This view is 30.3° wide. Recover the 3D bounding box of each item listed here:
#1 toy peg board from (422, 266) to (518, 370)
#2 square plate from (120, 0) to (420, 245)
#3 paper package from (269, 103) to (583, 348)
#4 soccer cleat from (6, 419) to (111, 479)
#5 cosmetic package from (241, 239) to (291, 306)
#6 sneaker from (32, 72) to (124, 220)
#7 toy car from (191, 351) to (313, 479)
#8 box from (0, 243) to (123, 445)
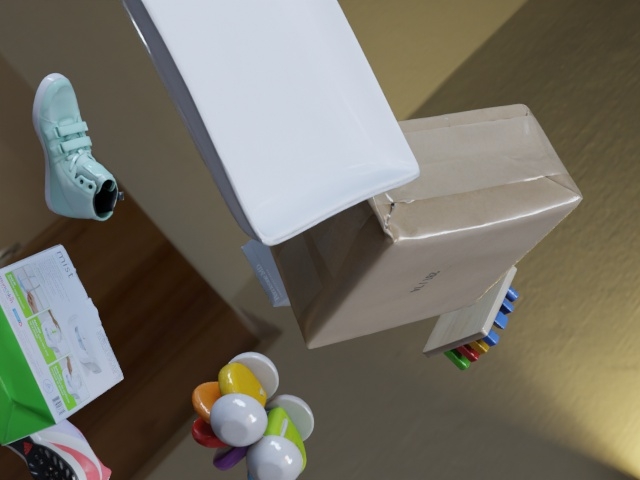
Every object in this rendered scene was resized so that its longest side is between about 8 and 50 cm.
[{"bbox_3d":[0.284,0.144,2.085,0.079,0.161,0.160,42,-37,-16],"label":"toy peg board"},{"bbox_3d":[-0.061,-0.177,1.076,0.049,0.344,0.347,-28,-91,30],"label":"square plate"},{"bbox_3d":[0.127,-0.018,1.571,0.168,0.309,0.325,68,-29,21],"label":"paper package"},{"bbox_3d":[-0.514,0.346,2.167,0.318,0.116,0.109,45,-67,18],"label":"soccer cleat"},{"bbox_3d":[0.000,0.000,1.977,0.238,0.107,0.127,-37,-105,19],"label":"cosmetic package"},{"bbox_3d":[-0.407,-0.157,2.034,0.151,0.094,0.256,14,-63,35],"label":"sneaker"},{"bbox_3d":[-0.100,0.254,1.591,0.136,0.159,0.182,-33,-74,20],"label":"toy car"},{"bbox_3d":[-0.473,0.165,1.957,0.126,0.231,0.262,-23,-85,22],"label":"box"}]
